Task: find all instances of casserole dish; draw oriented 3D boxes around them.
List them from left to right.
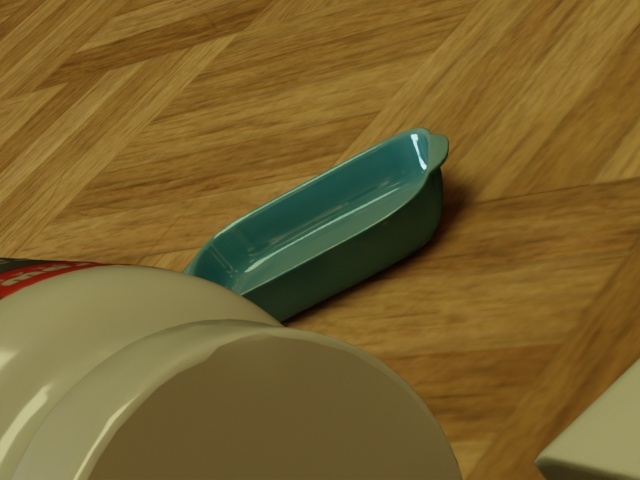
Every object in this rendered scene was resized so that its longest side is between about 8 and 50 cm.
[{"bbox_3d":[0.000,0.000,1.113,0.188,0.037,0.114,-28,22,17],"label":"casserole dish"}]

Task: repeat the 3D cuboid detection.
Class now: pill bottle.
[{"bbox_3d":[-0.112,0.111,0.794,0.210,0.210,0.363,-44,23,-25],"label":"pill bottle"}]

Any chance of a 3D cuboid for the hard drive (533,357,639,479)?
[{"bbox_3d":[0.264,-0.010,0.700,0.353,0.047,0.233,-41,15,-17],"label":"hard drive"}]
